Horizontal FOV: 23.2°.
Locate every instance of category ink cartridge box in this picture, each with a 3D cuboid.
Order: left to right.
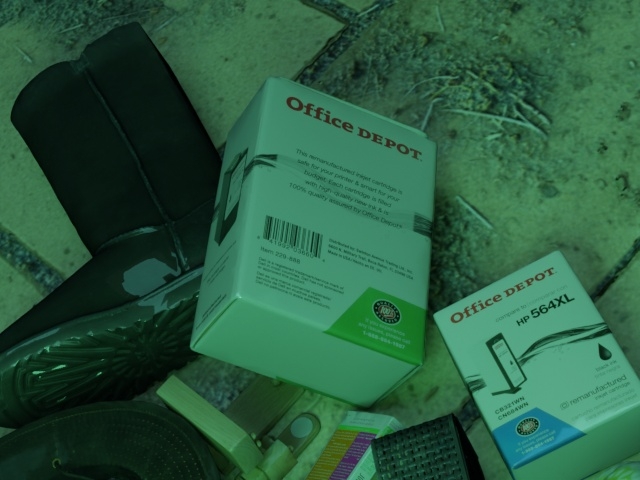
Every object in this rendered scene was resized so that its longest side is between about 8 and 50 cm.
[{"bbox_3d":[0.000,0.000,1.617,0.121,0.211,0.289,-48,27,48],"label":"ink cartridge box"},{"bbox_3d":[0.217,0.130,1.511,0.148,0.086,0.203,-28,49,2],"label":"ink cartridge box"}]

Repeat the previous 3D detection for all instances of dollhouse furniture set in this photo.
[{"bbox_3d":[-0.068,0.166,1.564,0.144,0.151,0.123,33,71,36],"label":"dollhouse furniture set"}]

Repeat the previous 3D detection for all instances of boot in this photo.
[{"bbox_3d":[-0.279,-0.030,1.800,0.367,0.146,0.445,-22,53,-10],"label":"boot"}]

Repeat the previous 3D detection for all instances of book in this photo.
[{"bbox_3d":[0.017,0.233,1.519,0.144,0.035,0.096,-53,14,-18],"label":"book"}]

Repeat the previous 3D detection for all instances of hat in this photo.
[{"bbox_3d":[-0.226,0.315,1.507,0.331,0.134,0.331,-10,57,15],"label":"hat"}]

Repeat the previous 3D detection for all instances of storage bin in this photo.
[{"bbox_3d":[0.115,0.265,1.426,0.084,0.122,0.180,-20,49,8],"label":"storage bin"}]

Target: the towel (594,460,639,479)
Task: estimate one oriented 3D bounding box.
[{"bbox_3d":[0.219,0.329,1.147,0.320,0.090,0.374,-49,15,-4],"label":"towel"}]
